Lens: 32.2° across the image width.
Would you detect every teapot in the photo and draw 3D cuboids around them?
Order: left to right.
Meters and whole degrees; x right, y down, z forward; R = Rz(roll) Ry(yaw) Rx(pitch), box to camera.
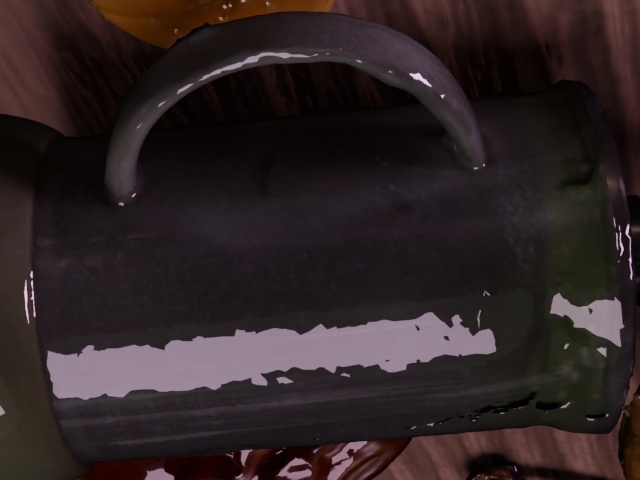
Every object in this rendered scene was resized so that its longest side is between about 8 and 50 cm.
[{"bbox_3d":[0.000,0.000,0.555,0.337,0.200,0.270,-5,137,0],"label":"teapot"}]

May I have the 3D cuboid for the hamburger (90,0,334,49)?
[{"bbox_3d":[-0.055,-0.153,0.498,0.138,0.083,0.147,5,136,9],"label":"hamburger"}]

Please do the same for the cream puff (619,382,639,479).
[{"bbox_3d":[0.223,0.090,0.512,0.150,0.115,0.165,36,90,-36],"label":"cream puff"}]

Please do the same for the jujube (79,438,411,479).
[{"bbox_3d":[-0.078,0.132,0.755,0.290,0.197,0.197,-27,130,16],"label":"jujube"}]

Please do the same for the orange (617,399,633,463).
[{"bbox_3d":[0.366,0.124,0.628,0.210,0.271,0.369,-12,163,-46],"label":"orange"}]

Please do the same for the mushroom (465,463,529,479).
[{"bbox_3d":[0.206,0.223,0.911,0.187,0.061,0.060,9,134,-7],"label":"mushroom"}]
